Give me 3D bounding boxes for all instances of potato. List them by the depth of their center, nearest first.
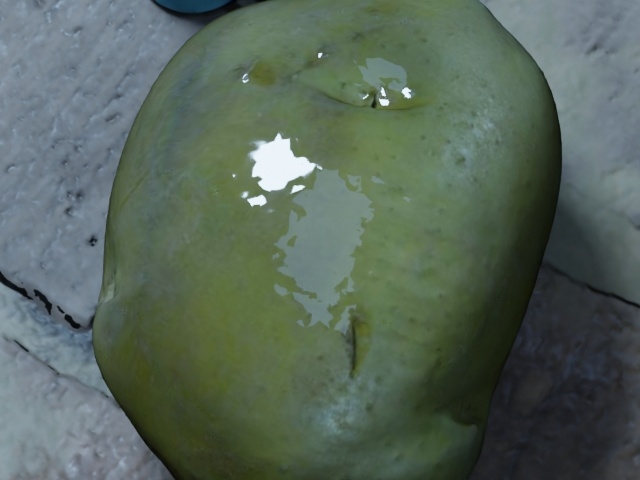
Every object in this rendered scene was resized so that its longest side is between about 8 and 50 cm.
[{"bbox_3d":[0.000,0.000,1.076,0.243,0.221,0.326,20,77,1],"label":"potato"}]

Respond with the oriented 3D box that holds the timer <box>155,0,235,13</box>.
[{"bbox_3d":[-0.084,-0.300,1.240,0.232,0.091,0.250,-42,75,-14],"label":"timer"}]
